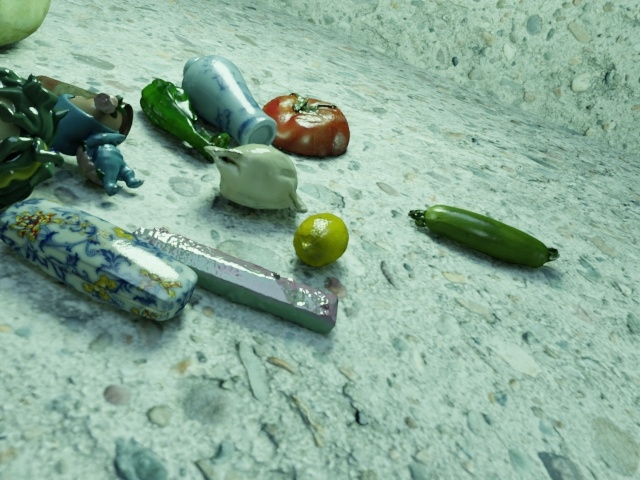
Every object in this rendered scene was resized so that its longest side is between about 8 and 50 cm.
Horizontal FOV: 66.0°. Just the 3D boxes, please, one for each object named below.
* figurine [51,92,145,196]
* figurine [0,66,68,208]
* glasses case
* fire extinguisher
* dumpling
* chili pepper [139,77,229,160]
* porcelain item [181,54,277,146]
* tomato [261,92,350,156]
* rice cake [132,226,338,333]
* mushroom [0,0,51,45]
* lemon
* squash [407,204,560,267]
[{"bbox_3d":[-0.338,-0.161,0.765,0.178,0.144,0.114,53,15,3],"label":"figurine"},{"bbox_3d":[-0.506,-0.146,0.574,0.382,0.260,0.186,7,11,-36],"label":"figurine"},{"bbox_3d":[-0.271,0.020,0.599,0.248,0.065,0.087,25,35,6],"label":"glasses case"},{"bbox_3d":[-0.467,-0.260,0.872,0.252,0.106,0.075,19,52,-2],"label":"fire extinguisher"},{"bbox_3d":[-0.108,-0.106,0.842,0.199,0.118,0.136,36,-1,-14],"label":"dumpling"},{"bbox_3d":[-0.277,-0.243,0.978,0.253,0.083,0.099,43,29,26],"label":"chili pepper"},{"bbox_3d":[-0.201,-0.296,1.049,0.141,0.141,0.259,-18,56,-44],"label":"porcelain item"},{"bbox_3d":[-0.033,-0.280,1.148,0.228,0.101,0.228,12,36,-9],"label":"tomato"},{"bbox_3d":[-0.109,0.043,0.665,0.290,0.051,0.081,22,33,2],"label":"rice cake"},{"bbox_3d":[-0.744,-0.546,1.007,0.352,0.260,0.352,9,35,-7],"label":"mushroom"},{"bbox_3d":[0.000,0.000,0.762,0.082,0.082,0.111,28,33,12],"label":"lemon"},{"bbox_3d":[0.329,-0.009,0.960,0.319,0.071,0.080,18,31,-4],"label":"squash"}]
